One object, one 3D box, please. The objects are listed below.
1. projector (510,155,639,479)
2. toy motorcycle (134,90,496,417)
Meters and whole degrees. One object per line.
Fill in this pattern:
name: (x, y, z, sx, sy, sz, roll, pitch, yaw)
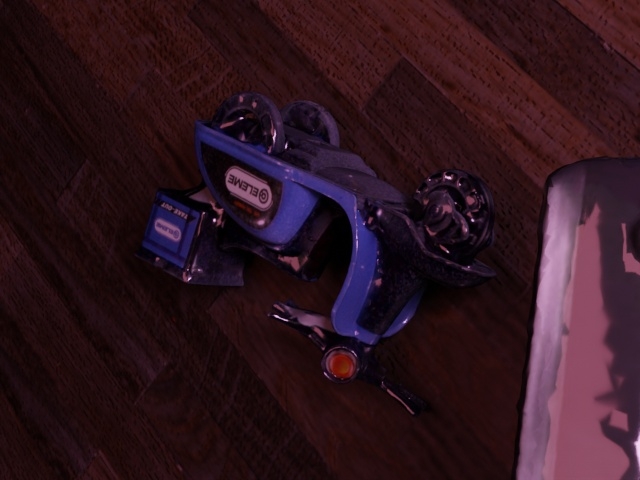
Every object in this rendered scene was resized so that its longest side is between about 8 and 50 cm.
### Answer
projector: (0.315, 0.168, 0.822, 0.405, 0.242, 0.395, 5, 79, 12)
toy motorcycle: (0.000, 0.000, 1.253, 0.358, 0.125, 0.213, 26, 104, 39)
